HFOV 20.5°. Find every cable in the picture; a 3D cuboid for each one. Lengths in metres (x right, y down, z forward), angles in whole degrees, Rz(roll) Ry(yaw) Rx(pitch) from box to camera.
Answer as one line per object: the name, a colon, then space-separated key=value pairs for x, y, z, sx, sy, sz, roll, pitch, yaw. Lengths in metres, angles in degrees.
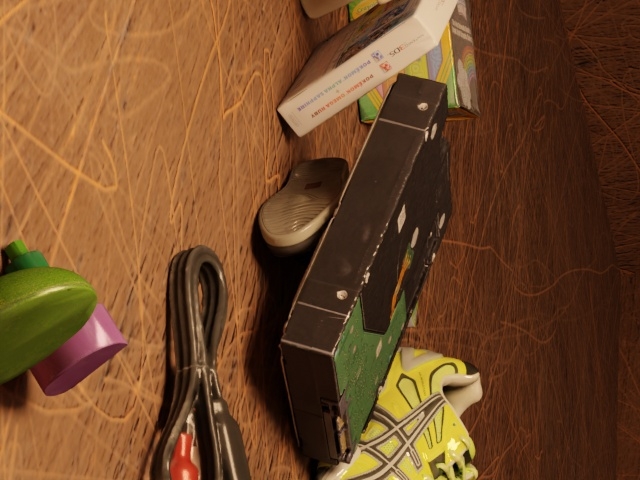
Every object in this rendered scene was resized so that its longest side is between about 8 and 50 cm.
cable: x=-0.114 y=0.138 z=1.471 sx=0.139 sy=0.072 sz=0.287 roll=19 pitch=52 yaw=-54

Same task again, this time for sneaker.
sneaker: x=0.000 y=0.000 z=1.811 sx=0.222 sy=0.083 sz=0.118 roll=-57 pitch=138 yaw=-67
sneaker: x=0.087 y=0.245 z=1.886 sx=0.384 sy=0.147 sz=0.145 roll=-78 pitch=159 yaw=-47

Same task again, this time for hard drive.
hard drive: x=0.052 y=0.031 z=1.795 sx=0.237 sy=0.064 sz=0.339 roll=80 pitch=28 yaw=-56

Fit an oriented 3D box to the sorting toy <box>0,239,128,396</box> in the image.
sorting toy: x=-0.227 y=0.016 z=1.064 sx=0.126 sy=0.127 sz=0.365 roll=56 pitch=7 yaw=15

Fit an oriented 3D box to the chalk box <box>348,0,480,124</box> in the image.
chalk box: x=0.115 y=-0.255 z=2.222 sx=0.132 sy=0.132 sz=0.213 roll=7 pitch=76 yaw=-72

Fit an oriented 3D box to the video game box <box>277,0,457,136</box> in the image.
video game box: x=0.057 y=-0.210 z=1.907 sx=0.048 sy=0.187 sz=0.205 roll=49 pitch=26 yaw=-12

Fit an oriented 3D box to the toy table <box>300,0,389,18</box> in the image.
toy table: x=0.065 y=-0.364 z=1.938 sx=0.161 sy=0.252 sz=0.274 roll=62 pitch=33 yaw=-15

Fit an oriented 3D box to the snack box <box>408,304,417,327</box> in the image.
snack box: x=0.089 y=0.026 z=2.182 sx=0.100 sy=0.037 sz=0.141 roll=-78 pitch=156 yaw=-45
